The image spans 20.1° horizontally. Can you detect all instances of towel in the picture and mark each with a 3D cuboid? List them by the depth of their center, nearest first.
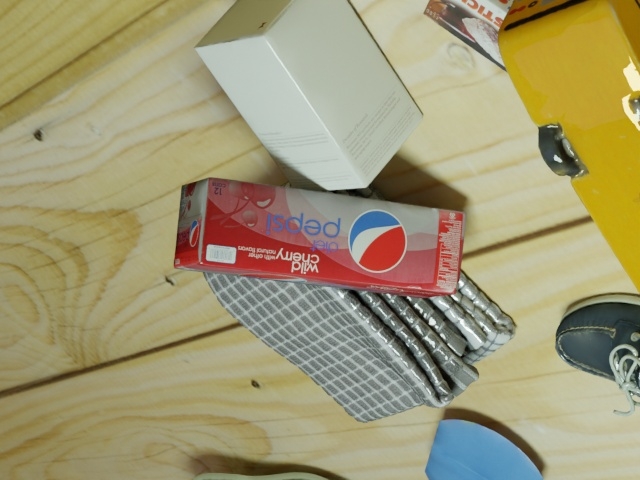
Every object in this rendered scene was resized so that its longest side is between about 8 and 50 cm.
[{"bbox_3d":[0.028,0.069,1.884,0.283,0.121,0.235,45,150,-8],"label":"towel"}]

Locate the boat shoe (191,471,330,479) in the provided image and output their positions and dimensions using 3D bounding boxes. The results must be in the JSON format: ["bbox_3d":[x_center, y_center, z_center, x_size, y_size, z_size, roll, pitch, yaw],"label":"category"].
[{"bbox_3d":[-0.033,0.377,2.372,0.340,0.127,0.113,-3,159,40],"label":"boat shoe"}]

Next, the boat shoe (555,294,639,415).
[{"bbox_3d":[0.315,0.115,1.667,0.254,0.079,0.095,10,139,40],"label":"boat shoe"}]

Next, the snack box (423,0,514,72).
[{"bbox_3d":[0.171,-0.164,1.517,0.178,0.022,0.064,36,148,7],"label":"snack box"}]

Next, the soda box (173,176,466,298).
[{"bbox_3d":[0.000,0.000,1.709,0.263,0.083,0.092,8,173,-20],"label":"soda box"}]

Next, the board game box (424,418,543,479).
[{"bbox_3d":[0.190,0.257,2.039,0.133,0.033,0.169,30,140,17],"label":"board game box"}]

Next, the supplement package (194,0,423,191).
[{"bbox_3d":[-0.009,-0.145,1.659,0.105,0.105,0.179,-1,131,50],"label":"supplement package"}]

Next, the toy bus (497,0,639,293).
[{"bbox_3d":[0.268,-0.062,1.421,0.108,0.130,0.333,-18,119,36],"label":"toy bus"}]
